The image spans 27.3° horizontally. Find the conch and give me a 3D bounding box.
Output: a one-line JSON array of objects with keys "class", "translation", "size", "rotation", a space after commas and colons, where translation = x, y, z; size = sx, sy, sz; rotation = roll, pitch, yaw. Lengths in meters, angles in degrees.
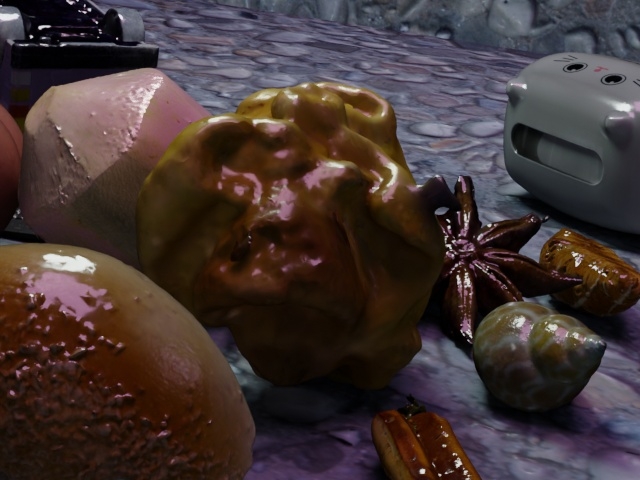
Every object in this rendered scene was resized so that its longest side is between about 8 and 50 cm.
[{"class": "conch", "translation": [0.205, 0.108, 1.270], "size": [0.116, 0.106, 0.173], "rotation": [29, 8, 10]}]

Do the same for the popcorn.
[{"class": "popcorn", "translation": [0.000, 0.000, 1.211], "size": [0.281, 0.297, 0.316], "rotation": [-22, 6, 30]}]

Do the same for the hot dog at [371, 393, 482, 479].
[{"class": "hot dog", "translation": [0.085, 0.186, 1.060], "size": [0.072, 0.055, 0.188], "rotation": [6, 18, -12]}]

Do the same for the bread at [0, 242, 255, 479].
[{"class": "bread", "translation": [-0.204, 0.103, 0.982], "size": [0.314, 0.192, 0.171], "rotation": [12, 31, 10]}]

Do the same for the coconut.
[{"class": "coconut", "translation": [-0.205, -0.065, 1.393], "size": [0.245, 0.233, 0.233], "rotation": [40, 9, -19]}]

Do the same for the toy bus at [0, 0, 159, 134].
[{"class": "toy bus", "translation": [-0.416, -0.248, 1.894], "size": [0.209, 0.249, 0.440], "rotation": [-5, 27, -31]}]

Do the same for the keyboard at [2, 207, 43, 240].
[{"class": "keyboard", "translation": [-0.205, -0.007, 1.560], "size": [0.381, 0.041, 0.103], "rotation": [12, 37, 10]}]

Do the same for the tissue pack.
[{"class": "tissue pack", "translation": [0.411, -0.139, 1.866], "size": [0.236, 0.230, 0.333], "rotation": [-5, 21, -32]}]

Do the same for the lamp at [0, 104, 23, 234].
[{"class": "lamp", "translation": [-0.470, -0.100, 1.438], "size": [0.305, 0.240, 0.305], "rotation": [5, 19, -2]}]

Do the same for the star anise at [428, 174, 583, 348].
[{"class": "star anise", "translation": [0.152, 0.041, 1.473], "size": [0.271, 0.103, 0.272], "rotation": [4, 44, -4]}]

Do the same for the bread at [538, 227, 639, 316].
[{"class": "bread", "translation": [0.308, 0.043, 1.533], "size": [0.104, 0.076, 0.233], "rotation": [15, 10, -11]}]
